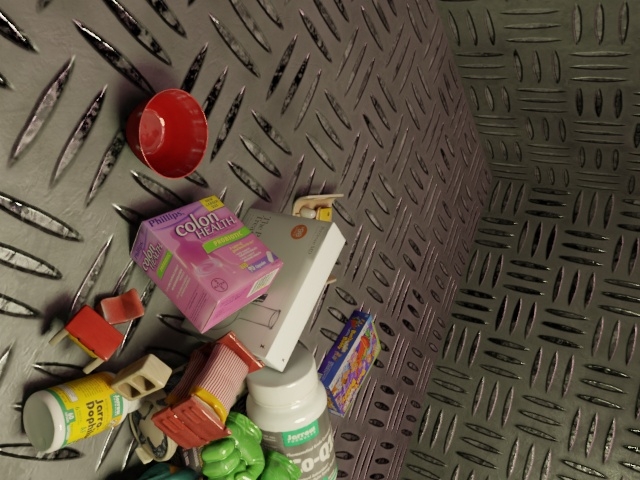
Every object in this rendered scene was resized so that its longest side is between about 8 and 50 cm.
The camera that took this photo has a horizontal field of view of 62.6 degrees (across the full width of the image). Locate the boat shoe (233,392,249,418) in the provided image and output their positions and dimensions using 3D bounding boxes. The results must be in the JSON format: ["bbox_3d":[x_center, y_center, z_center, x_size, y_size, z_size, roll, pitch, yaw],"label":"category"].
[{"bbox_3d":[-0.199,0.505,1.490,0.341,0.158,0.127,-14,108,-61],"label":"boat shoe"}]

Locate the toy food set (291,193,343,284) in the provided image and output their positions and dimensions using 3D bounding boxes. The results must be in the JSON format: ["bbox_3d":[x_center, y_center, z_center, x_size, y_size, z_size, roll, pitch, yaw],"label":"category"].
[{"bbox_3d":[0.000,0.000,1.711,0.220,0.092,0.305,-12,111,-56],"label":"toy food set"}]

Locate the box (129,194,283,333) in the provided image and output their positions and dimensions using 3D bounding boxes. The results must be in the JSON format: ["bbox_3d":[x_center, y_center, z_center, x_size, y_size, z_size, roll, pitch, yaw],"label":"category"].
[{"bbox_3d":[-0.248,0.043,1.166,0.214,0.243,0.117,-30,159,-50],"label":"box"}]

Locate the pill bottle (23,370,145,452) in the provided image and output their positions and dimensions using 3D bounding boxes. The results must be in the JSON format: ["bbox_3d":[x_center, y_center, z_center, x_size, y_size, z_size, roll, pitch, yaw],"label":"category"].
[{"bbox_3d":[-0.464,0.332,1.058,0.208,0.118,0.117,-6,105,-58],"label":"pill bottle"}]

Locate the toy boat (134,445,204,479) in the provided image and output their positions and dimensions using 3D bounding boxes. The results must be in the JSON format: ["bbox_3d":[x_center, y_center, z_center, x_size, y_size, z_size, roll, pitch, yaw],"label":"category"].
[{"bbox_3d":[-0.332,0.561,1.213,0.267,0.318,0.148,20,51,-66],"label":"toy boat"}]

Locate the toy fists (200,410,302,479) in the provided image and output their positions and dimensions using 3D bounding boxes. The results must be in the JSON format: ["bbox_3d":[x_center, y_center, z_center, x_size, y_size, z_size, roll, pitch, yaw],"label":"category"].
[{"bbox_3d":[-0.145,0.506,1.143,0.279,0.096,0.142,53,42,-24],"label":"toy fists"}]

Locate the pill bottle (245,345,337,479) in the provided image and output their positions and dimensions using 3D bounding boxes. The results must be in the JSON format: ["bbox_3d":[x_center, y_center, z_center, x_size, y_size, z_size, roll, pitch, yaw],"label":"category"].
[{"bbox_3d":[-0.075,0.460,1.327,0.204,0.204,0.360,-36,126,-47],"label":"pill bottle"}]

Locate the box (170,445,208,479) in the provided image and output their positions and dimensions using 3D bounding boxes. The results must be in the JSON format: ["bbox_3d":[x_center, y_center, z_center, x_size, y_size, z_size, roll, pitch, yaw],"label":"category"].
[{"bbox_3d":[-0.319,0.562,1.430,0.183,0.056,0.230,-32,127,-49],"label":"box"}]

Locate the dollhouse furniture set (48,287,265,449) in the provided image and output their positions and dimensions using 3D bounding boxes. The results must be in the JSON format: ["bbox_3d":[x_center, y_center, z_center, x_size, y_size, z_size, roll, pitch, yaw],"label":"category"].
[{"bbox_3d":[-0.319,0.232,1.085,0.374,0.152,0.201,48,34,-18],"label":"dollhouse furniture set"}]

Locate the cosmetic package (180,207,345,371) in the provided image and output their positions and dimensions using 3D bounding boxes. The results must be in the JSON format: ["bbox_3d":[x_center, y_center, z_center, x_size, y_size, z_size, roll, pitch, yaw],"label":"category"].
[{"bbox_3d":[-0.142,0.107,1.339,0.377,0.285,0.097,-64,146,-23],"label":"cosmetic package"}]

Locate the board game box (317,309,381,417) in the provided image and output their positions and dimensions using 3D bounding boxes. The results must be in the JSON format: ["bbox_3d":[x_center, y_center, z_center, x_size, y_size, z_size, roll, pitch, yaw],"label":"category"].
[{"bbox_3d":[0.113,0.483,2.075,0.347,0.078,0.233,-55,142,-33],"label":"board game box"}]

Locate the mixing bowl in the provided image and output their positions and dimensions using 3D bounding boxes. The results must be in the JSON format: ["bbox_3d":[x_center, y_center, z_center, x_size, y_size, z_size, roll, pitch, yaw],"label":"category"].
[{"bbox_3d":[-0.333,-0.223,1.093,0.181,0.098,0.181,-26,122,-53],"label":"mixing bowl"}]

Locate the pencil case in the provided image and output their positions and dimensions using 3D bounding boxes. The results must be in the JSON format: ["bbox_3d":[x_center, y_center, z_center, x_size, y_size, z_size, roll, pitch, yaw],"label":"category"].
[{"bbox_3d":[-0.284,0.377,1.322,0.410,0.160,0.183,-27,130,-52],"label":"pencil case"}]
